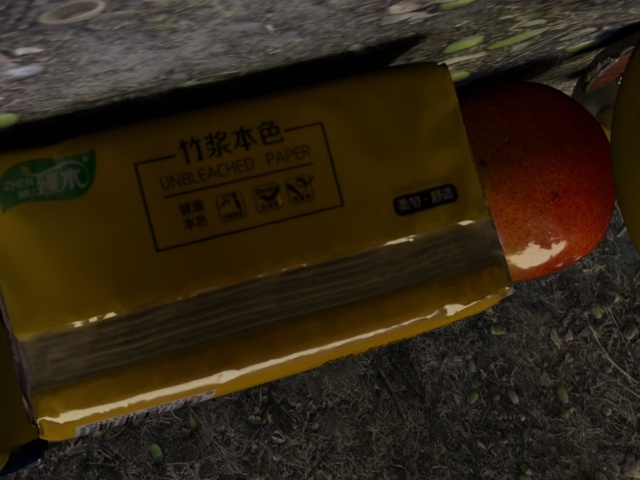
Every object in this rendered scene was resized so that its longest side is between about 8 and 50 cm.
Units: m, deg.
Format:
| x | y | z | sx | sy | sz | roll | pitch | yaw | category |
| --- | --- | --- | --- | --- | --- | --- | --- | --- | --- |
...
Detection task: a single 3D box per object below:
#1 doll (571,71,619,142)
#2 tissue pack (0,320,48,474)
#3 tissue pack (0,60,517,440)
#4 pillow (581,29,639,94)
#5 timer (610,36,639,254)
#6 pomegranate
| x | y | z | sx | sy | sz | roll | pitch | yaw | category |
| --- | --- | --- | --- | --- | --- | --- | --- | --- | --- |
| 0.408 | -0.164 | 1.411 | 0.296 | 0.117 | 0.141 | -14 | 179 | -32 | doll |
| -0.447 | 0.136 | 1.120 | 0.253 | 0.264 | 0.416 | -11 | 176 | 6 | tissue pack |
| -0.081 | 0.009 | 0.973 | 0.381 | 0.228 | 0.293 | -14 | 176 | -16 | tissue pack |
| 0.384 | -0.208 | 1.193 | 0.232 | 0.043 | 0.126 | -16 | 177 | -6 | pillow |
| 0.405 | -0.100 | 0.840 | 0.376 | 0.376 | 0.387 | -14 | 154 | -39 | timer |
| 0.190 | -0.055 | 1.258 | 0.256 | 0.221 | 0.221 | -30 | 178 | -1 | pomegranate |
